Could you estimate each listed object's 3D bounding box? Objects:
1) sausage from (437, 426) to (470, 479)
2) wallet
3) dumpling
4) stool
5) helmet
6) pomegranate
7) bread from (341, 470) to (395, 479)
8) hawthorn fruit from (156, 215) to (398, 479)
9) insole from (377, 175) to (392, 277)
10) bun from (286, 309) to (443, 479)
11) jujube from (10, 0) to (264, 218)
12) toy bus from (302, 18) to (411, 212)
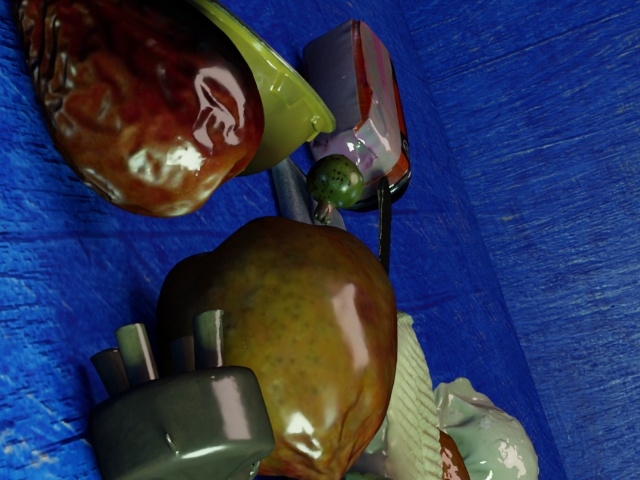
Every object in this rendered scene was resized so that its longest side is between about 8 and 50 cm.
[{"bbox_3d":[0.128,0.333,1.777,0.133,0.133,0.258,47,26,-61],"label":"sausage"},{"bbox_3d":[-0.002,0.001,1.951,0.222,0.036,0.167,45,29,-60],"label":"wallet"},{"bbox_3d":[0.209,0.314,2.166,0.193,0.147,0.258,1,66,-45],"label":"dumpling"},{"bbox_3d":[-0.099,0.130,1.129,0.217,0.125,0.121,63,9,-72],"label":"stool"},{"bbox_3d":[-0.101,-0.130,1.483,0.205,0.140,0.257,40,-5,14],"label":"helmet"},{"bbox_3d":[0.011,-0.066,1.909,0.073,0.084,0.073,48,-7,7],"label":"pomegranate"},{"bbox_3d":[0.036,0.312,1.275,0.257,0.186,0.124,-78,151,-53],"label":"bread"},{"bbox_3d":[-0.025,0.111,1.276,0.248,0.208,0.208,70,11,21],"label":"hawthorn fruit"},{"bbox_3d":[0.079,0.072,2.054,0.119,0.009,0.348,68,23,-60],"label":"insole"},{"bbox_3d":[0.038,0.202,1.549,0.287,0.146,0.287,-5,90,-74],"label":"bun"},{"bbox_3d":[-0.152,-0.131,1.239,0.236,0.168,0.168,52,13,0],"label":"jujube"},{"bbox_3d":[0.048,-0.183,2.251,0.147,0.127,0.302,55,21,-36],"label":"toy bus"}]
